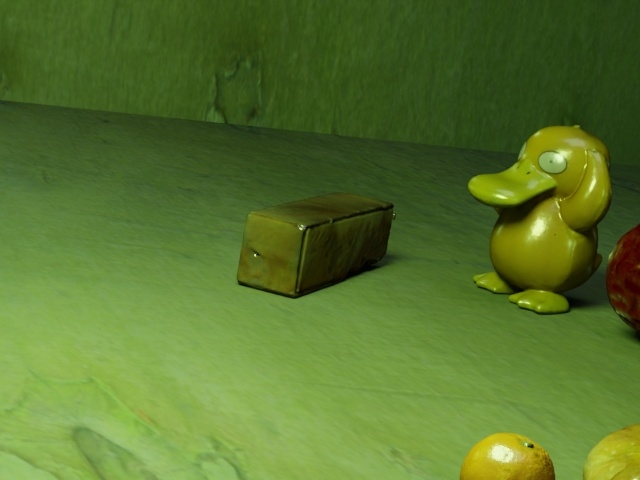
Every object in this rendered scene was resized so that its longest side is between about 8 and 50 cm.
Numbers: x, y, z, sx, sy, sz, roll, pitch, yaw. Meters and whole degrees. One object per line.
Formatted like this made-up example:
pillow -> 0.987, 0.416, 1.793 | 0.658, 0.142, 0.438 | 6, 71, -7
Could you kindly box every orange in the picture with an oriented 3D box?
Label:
orange -> 0.158, 0.202, 1.515 | 0.083, 0.084, 0.083 | 9, 11, -2

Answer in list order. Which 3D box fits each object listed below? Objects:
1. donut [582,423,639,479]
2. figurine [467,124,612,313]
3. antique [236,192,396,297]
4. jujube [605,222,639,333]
donut -> 0.348, 0.227, 1.357 | 0.317, 0.150, 0.299 | 8, 11, -2
figurine -> 0.300, -0.031, 2.410 | 0.215, 0.228, 0.215 | -11, 23, 5
antique -> 0.000, 0.000, 2.355 | 0.087, 0.093, 0.310 | 14, 12, 21
jujube -> 0.497, 0.051, 2.227 | 0.290, 0.197, 0.197 | 3, 7, 30
